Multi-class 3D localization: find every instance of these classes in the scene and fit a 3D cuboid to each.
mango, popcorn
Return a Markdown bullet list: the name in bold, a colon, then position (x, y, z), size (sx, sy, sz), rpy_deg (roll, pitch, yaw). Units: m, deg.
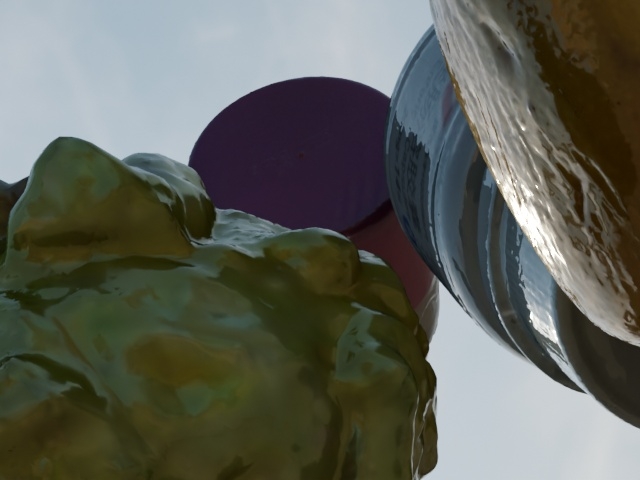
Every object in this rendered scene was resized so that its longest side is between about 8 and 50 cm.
- **mango**: position (0.120, -0.075, 0.714), size (0.119, 0.176, 0.317), rpy_deg (-33, -73, -5)
- **popcorn**: position (-0.067, 0.075, 0.614), size (0.256, 0.255, 0.195), rpy_deg (-21, -39, -36)

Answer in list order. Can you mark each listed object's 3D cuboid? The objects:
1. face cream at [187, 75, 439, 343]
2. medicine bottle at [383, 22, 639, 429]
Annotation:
- **face cream**: position (0.000, 0.000, 1.259), size (0.175, 0.175, 0.195), rpy_deg (-40, -35, -22)
- **medicine bottle**: position (0.185, -0.031, 1.008), size (0.245, 0.306, 0.245), rpy_deg (-4, -71, -12)
